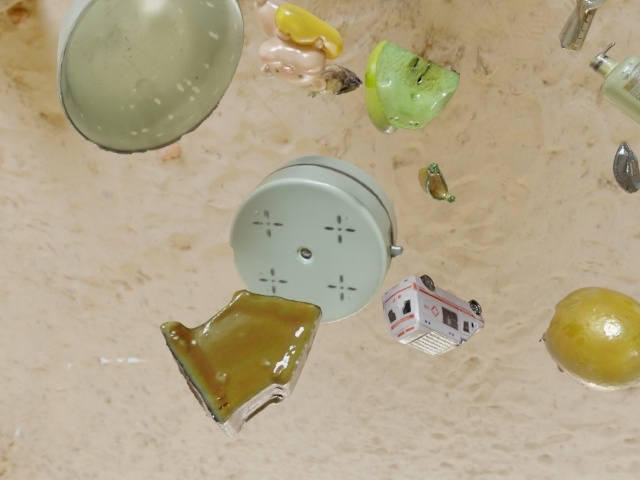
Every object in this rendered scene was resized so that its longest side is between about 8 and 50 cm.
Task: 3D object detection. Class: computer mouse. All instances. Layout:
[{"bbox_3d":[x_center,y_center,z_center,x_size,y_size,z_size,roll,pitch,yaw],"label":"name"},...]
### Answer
[{"bbox_3d":[0.749,-0.177,1.282,0.079,0.135,0.047,10,166,-40],"label":"computer mouse"}]

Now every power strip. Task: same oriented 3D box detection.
[{"bbox_3d":[0.000,0.000,1.105,0.357,0.161,0.357,7,118,14],"label":"power strip"}]

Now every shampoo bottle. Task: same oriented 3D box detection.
[{"bbox_3d":[0.511,-0.248,0.847,0.162,0.079,0.079,44,134,15],"label":"shampoo bottle"}]

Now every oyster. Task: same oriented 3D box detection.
[{"bbox_3d":[0.046,-0.611,1.960,0.275,0.271,0.100,-15,120,-17],"label":"oyster"}]

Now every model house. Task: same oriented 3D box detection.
[{"bbox_3d":[-0.107,0.189,0.871,0.173,0.239,0.268,53,162,19],"label":"model house"}]

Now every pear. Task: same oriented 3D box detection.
[{"bbox_3d":[0.306,-0.557,1.991,0.342,0.238,0.318,19,99,-17],"label":"pear"}]

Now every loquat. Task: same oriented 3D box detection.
[{"bbox_3d":[0.626,0.221,1.153,0.244,0.244,0.244,8,132,9],"label":"loquat"}]

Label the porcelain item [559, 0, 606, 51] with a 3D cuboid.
[{"bbox_3d":[0.569,-0.506,1.091,0.054,0.084,0.213,4,149,1],"label":"porcelain item"}]

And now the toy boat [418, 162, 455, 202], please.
[{"bbox_3d":[0.393,-0.197,1.770,0.088,0.089,0.229,23,168,40],"label":"toy boat"}]

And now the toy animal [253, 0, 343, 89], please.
[{"bbox_3d":[-0.115,-0.642,1.714,0.345,0.277,0.247,31,106,7],"label":"toy animal"}]

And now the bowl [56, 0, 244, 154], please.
[{"bbox_3d":[-0.282,-0.298,0.793,0.146,0.313,0.313,43,136,18],"label":"bowl"}]

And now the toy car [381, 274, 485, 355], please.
[{"bbox_3d":[0.205,0.144,0.901,0.209,0.108,0.089,27,130,-31],"label":"toy car"}]
